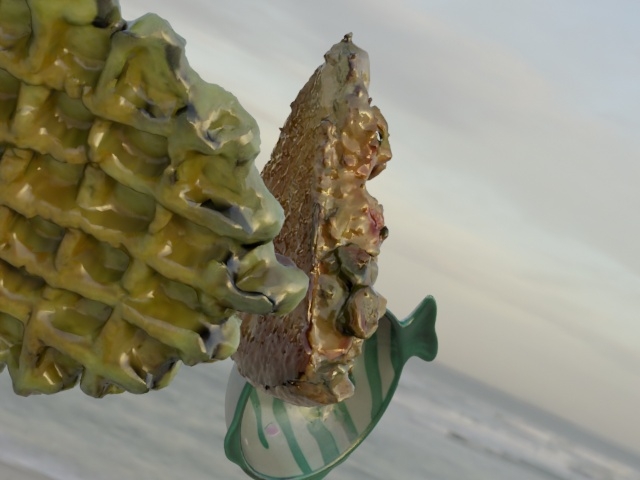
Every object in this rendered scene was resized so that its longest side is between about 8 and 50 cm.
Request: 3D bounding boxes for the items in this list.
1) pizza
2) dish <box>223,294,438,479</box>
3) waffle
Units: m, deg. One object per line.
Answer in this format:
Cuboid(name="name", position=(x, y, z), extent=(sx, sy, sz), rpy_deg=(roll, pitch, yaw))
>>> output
Cuboid(name="pizza", position=(0.000, 0.000, 0.903), extent=(0.069, 0.226, 0.147), rpy_deg=(14, -24, -24))
Cuboid(name="dish", position=(-0.007, 0.117, 1.338), extent=(0.078, 0.246, 0.224), rpy_deg=(36, -37, 41))
Cuboid(name="waffle", position=(-0.119, -0.019, 0.647), extent=(0.223, 0.054, 0.204), rpy_deg=(-17, -68, 29))
